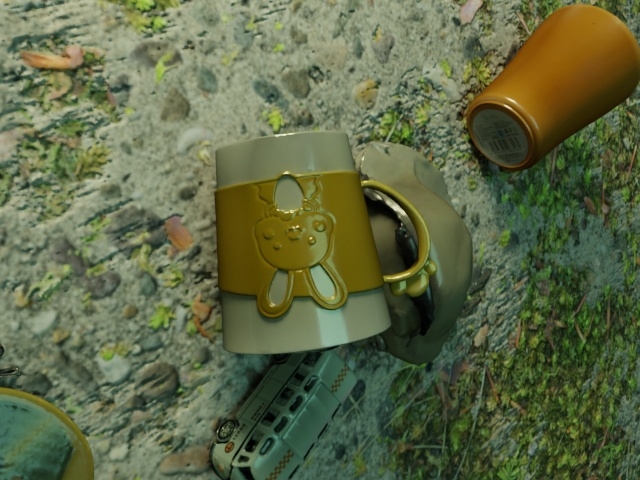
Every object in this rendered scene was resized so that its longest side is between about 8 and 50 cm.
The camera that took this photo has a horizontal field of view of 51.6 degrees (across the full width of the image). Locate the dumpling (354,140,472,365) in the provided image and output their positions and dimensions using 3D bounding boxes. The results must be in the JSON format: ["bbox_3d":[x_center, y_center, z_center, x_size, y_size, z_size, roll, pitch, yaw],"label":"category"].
[{"bbox_3d":[0.129,0.011,0.837,0.204,0.163,0.293,-13,93,-18],"label":"dumpling"}]

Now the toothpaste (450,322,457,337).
[{"bbox_3d":[0.173,0.040,0.967,0.064,0.041,0.218,-7,100,-26],"label":"toothpaste"}]

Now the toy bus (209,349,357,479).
[{"bbox_3d":[-0.039,0.204,0.768,0.194,0.089,0.087,-51,121,-24],"label":"toy bus"}]

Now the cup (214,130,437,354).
[{"bbox_3d":[0.000,0.000,0.714,0.241,0.185,0.226,-9,92,-2],"label":"cup"}]

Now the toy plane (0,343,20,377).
[{"bbox_3d":[-0.322,0.106,0.569,0.120,0.031,0.049,-6,105,-42],"label":"toy plane"}]

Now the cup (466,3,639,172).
[{"bbox_3d":[0.355,-0.217,1.037,0.264,0.182,0.226,-40,148,-23],"label":"cup"}]

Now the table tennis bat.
[{"bbox_3d":[-0.266,0.256,0.618,0.320,0.050,0.199,33,70,-31],"label":"table tennis bat"}]
